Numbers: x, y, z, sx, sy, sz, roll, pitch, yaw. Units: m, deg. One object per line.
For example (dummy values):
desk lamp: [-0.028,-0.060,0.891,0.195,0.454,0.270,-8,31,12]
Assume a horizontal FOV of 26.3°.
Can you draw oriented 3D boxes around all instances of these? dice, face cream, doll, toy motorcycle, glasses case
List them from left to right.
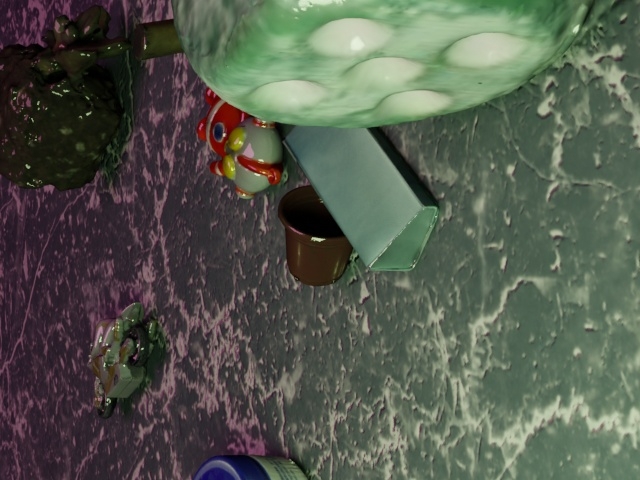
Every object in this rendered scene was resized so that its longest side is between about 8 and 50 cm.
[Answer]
toy motorcycle: [-0.328,0.179,2.219,0.225,0.073,0.152,-55,40,43]
doll: [-0.107,-0.133,1.865,0.245,0.076,0.142,52,132,54]
face cream: [-0.086,0.375,1.743,0.206,0.111,0.206,-8,80,58]
glasses case: [0.052,-0.073,1.618,0.105,0.056,0.266,-48,43,14]
dice: [0.055,-0.313,1.346,0.330,0.348,0.328,146,122,-61]

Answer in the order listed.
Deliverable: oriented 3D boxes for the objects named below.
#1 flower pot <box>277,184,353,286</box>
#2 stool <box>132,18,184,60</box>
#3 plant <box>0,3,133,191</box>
flower pot: [0.000,0.000,1.654,0.111,0.111,0.089,-123,31,-46]
stool: [-0.161,-0.364,1.871,0.272,0.178,0.272,-12,77,61]
plant: [-0.439,-0.255,2.310,0.215,0.213,0.312,61,139,46]
